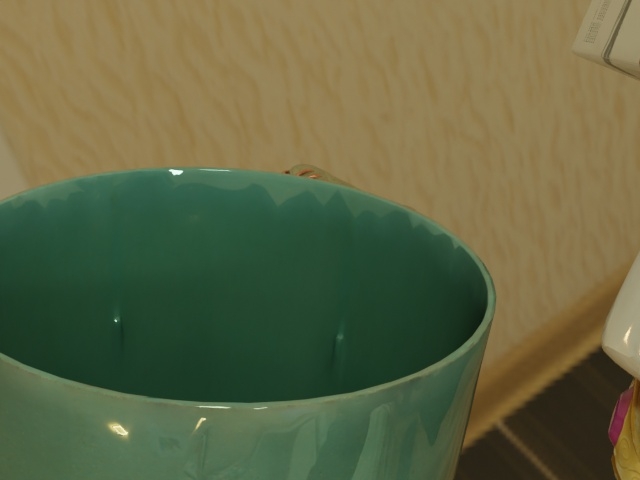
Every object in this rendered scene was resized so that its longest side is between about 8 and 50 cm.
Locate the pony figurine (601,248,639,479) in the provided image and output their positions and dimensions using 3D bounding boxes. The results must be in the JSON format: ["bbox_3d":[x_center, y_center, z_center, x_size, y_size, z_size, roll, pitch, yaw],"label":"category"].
[{"bbox_3d":[0.249,0.109,0.813,0.351,0.364,0.303,16,13,-5],"label":"pony figurine"}]

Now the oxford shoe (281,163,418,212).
[{"bbox_3d":[0.000,0.000,1.546,0.123,0.348,0.130,-37,96,-17],"label":"oxford shoe"}]

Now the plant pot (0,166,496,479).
[{"bbox_3d":[-0.063,0.121,0.995,0.293,0.235,0.293,4,24,-2],"label":"plant pot"}]

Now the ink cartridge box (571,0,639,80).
[{"bbox_3d":[0.285,-0.131,1.199,0.172,0.237,0.100,21,96,-8],"label":"ink cartridge box"}]
